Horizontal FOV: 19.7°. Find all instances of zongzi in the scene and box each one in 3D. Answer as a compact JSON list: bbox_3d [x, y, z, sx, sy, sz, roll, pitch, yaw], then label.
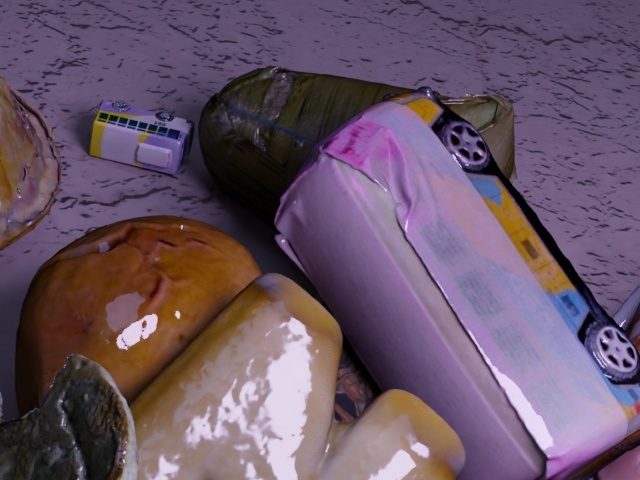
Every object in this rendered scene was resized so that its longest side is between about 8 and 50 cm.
[{"bbox_3d":[0.000,0.000,1.832,0.323,0.160,0.360,8,61,21],"label":"zongzi"}]

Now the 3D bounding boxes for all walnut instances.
[{"bbox_3d":[-0.156,0.081,1.567,0.203,0.203,0.298,26,26,14],"label":"walnut"}]

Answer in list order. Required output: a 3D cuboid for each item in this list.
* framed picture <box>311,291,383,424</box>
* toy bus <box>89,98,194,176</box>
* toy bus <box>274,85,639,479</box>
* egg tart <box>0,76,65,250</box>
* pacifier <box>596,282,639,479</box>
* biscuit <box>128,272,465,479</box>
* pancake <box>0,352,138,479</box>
[{"bbox_3d":[0.042,0.150,1.595,0.216,0.016,0.273,47,34,-2],"label":"framed picture"},{"bbox_3d":[-0.188,-0.108,1.942,0.102,0.052,0.058,14,38,1],"label":"toy bus"},{"bbox_3d":[0.114,0.052,1.610,0.162,0.171,0.386,-20,72,-49],"label":"toy bus"},{"bbox_3d":[-0.416,-0.115,1.790,0.352,0.150,0.352,12,38,-9],"label":"egg tart"},{"bbox_3d":[0.378,0.123,1.701,0.273,0.220,0.332,22,59,8],"label":"pacifier"},{"bbox_3d":[-0.050,0.190,1.438,0.237,0.062,0.291,44,71,4],"label":"biscuit"},{"bbox_3d":[-0.232,0.205,1.382,0.037,0.253,0.253,36,15,-46],"label":"pancake"}]
